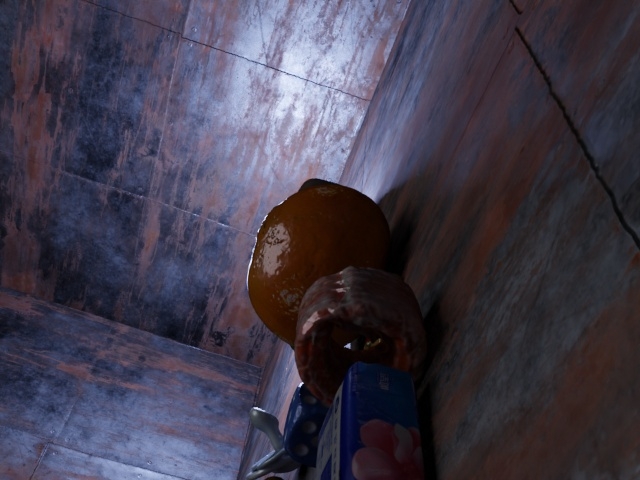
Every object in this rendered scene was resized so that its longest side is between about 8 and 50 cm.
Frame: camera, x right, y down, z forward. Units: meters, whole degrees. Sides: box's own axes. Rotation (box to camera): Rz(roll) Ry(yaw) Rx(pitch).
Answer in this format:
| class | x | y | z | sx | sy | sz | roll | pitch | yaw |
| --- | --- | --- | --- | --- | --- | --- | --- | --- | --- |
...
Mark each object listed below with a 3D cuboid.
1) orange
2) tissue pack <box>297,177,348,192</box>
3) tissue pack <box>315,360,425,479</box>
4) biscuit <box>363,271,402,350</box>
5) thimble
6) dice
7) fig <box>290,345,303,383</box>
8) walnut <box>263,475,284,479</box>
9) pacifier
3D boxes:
| class | x | y | z | sx | sy | sz | roll | pitch | yaw |
| --- | --- | --- | --- | --- | --- | --- | --- | --- | --- |
| orange | -0.007 | 0.063 | 1.691 | 0.424 | 0.326 | 0.424 | 16 | -90 | -88 |
| tissue pack | 0.000 | 0.000 | 2.217 | 0.277 | 0.267 | 0.387 | 126 | 164 | -84 |
| tissue pack | 0.073 | 0.348 | 1.037 | 0.270 | 0.137 | 0.209 | -87 | 16 | -59 |
| biscuit | 0.139 | 0.157 | 1.501 | 0.239 | 0.041 | 0.212 | -78 | 6 | -45 |
| thimble | 0.069 | 0.171 | 1.191 | 0.162 | 0.239 | 0.239 | -80 | 10 | -62 |
| dice | 0.000 | 0.405 | 1.525 | 0.146 | 0.143 | 0.146 | -88 | 14 | -69 |
| fig | -0.050 | 0.397 | 2.417 | 0.124 | 0.124 | 0.236 | -99 | 4 | -79 |
| walnut | -0.130 | 0.745 | 1.909 | 0.207 | 0.115 | 0.116 | -101 | 29 | -65 |
| pacifier | -0.141 | 0.571 | 1.972 | 0.227 | 0.207 | 0.279 | -27 | -11 | -20 |
